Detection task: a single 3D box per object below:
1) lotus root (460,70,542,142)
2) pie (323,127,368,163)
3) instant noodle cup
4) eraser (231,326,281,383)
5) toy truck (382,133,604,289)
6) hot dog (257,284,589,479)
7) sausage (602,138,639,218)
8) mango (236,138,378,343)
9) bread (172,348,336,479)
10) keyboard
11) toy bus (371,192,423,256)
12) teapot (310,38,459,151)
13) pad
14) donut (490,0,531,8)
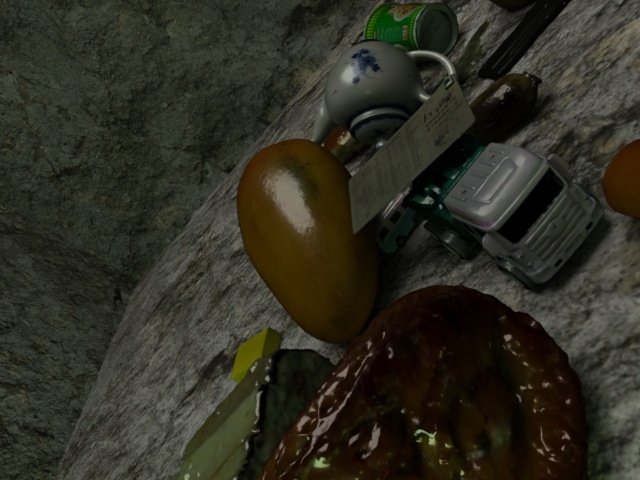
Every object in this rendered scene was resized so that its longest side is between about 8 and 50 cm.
[{"bbox_3d":[0.328,-0.242,0.973,0.081,0.089,0.179,-13,-20,-47],"label":"lotus root"},{"bbox_3d":[0.115,-0.376,1.609,0.315,0.092,0.315,-45,23,25],"label":"pie"},{"bbox_3d":[0.269,-0.589,1.508,0.207,0.207,0.233,-55,30,-3],"label":"instant noodle cup"},{"bbox_3d":[-0.150,0.272,1.235,0.122,0.045,0.097,-37,27,33],"label":"eraser"},{"bbox_3d":[0.231,-0.068,0.800,0.176,0.178,0.363,-52,24,3],"label":"toy truck"},{"bbox_3d":[0.105,0.222,0.517,0.387,0.267,0.174,-49,-5,-13],"label":"hot dog"},{"bbox_3d":[0.408,-0.054,0.516,0.105,0.105,0.274,-54,21,-1],"label":"sausage"},{"bbox_3d":[-0.026,-0.006,1.049,0.300,0.232,0.445,-55,46,42],"label":"mango"},{"bbox_3d":[-0.088,0.365,0.708,0.264,0.239,0.395,-38,26,34],"label":"bread"},{"bbox_3d":[0.452,-0.459,1.142,0.262,0.016,0.106,-50,22,10],"label":"keyboard"},{"bbox_3d":[0.145,-0.036,1.054,0.123,0.075,0.060,-53,22,0],"label":"toy bus"},{"bbox_3d":[0.143,-0.350,1.343,0.424,0.252,0.279,-15,75,25],"label":"teapot"},{"bbox_3d":[0.131,-0.139,0.845,0.265,0.009,0.159,-45,29,31],"label":"pad"},{"bbox_3d":[0.505,-0.667,1.241,0.272,0.107,0.272,-49,18,22],"label":"donut"}]
